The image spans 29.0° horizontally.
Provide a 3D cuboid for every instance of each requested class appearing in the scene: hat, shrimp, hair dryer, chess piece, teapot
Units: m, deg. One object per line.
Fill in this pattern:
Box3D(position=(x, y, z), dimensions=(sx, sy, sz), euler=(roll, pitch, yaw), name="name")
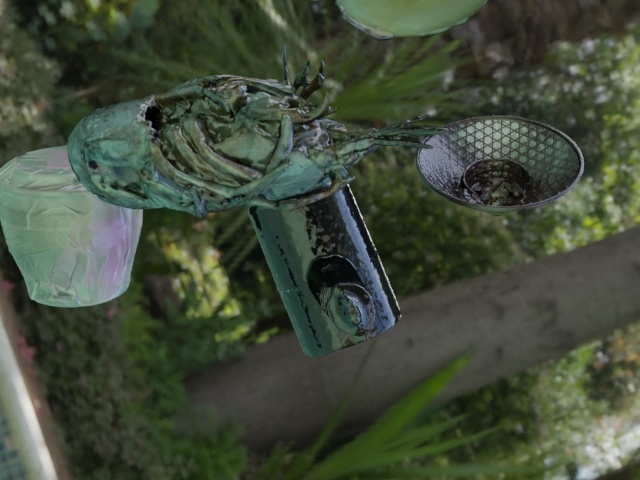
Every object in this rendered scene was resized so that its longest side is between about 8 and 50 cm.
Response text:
Box3D(position=(0.205, -0.063, 1.438), dimensions=(0.193, 0.193, 0.082), euler=(-122, -156, -49), name="hat")
Box3D(position=(-0.077, -0.076, 1.104), dimensions=(0.137, 0.372, 0.172), euler=(58, 38, -32), name="shrimp")
Box3D(position=(0.000, 0.000, 1.211), dimensions=(0.302, 0.116, 0.244), euler=(-138, -156, -81), name="hair dryer")
Box3D(position=(0.078, -0.404, 1.358), dimensions=(0.182, 0.182, 0.330), euler=(92, -11, -63), name="chess piece")
Box3D(position=(-0.294, -0.019, 1.450), dimensions=(0.221, 0.163, 0.178), euler=(-135, -138, -63), name="teapot")
